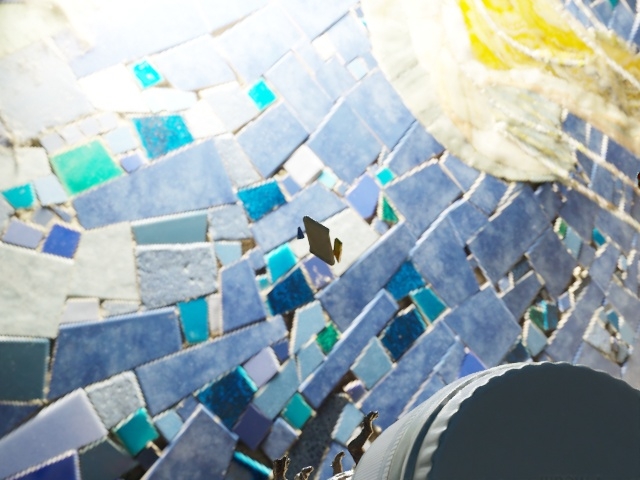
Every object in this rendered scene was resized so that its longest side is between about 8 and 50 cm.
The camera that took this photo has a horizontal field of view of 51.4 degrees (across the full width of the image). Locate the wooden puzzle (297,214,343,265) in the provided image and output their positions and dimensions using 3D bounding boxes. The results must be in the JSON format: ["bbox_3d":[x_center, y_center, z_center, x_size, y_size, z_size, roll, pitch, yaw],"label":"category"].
[{"bbox_3d":[0.000,0.000,1.087,0.014,0.078,0.116,-30,47,-28],"label":"wooden puzzle"}]

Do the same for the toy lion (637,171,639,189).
[{"bbox_3d":[0.569,-0.115,1.088,0.034,0.096,0.100,-5,2,-37],"label":"toy lion"}]

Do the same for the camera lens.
[{"bbox_3d":[0.142,0.225,0.530,0.219,0.219,0.274,-49,-10,-24],"label":"camera lens"}]

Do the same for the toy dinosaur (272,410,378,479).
[{"bbox_3d":[0.046,0.390,0.958,0.296,0.127,0.200,-20,53,-16],"label":"toy dinosaur"}]
